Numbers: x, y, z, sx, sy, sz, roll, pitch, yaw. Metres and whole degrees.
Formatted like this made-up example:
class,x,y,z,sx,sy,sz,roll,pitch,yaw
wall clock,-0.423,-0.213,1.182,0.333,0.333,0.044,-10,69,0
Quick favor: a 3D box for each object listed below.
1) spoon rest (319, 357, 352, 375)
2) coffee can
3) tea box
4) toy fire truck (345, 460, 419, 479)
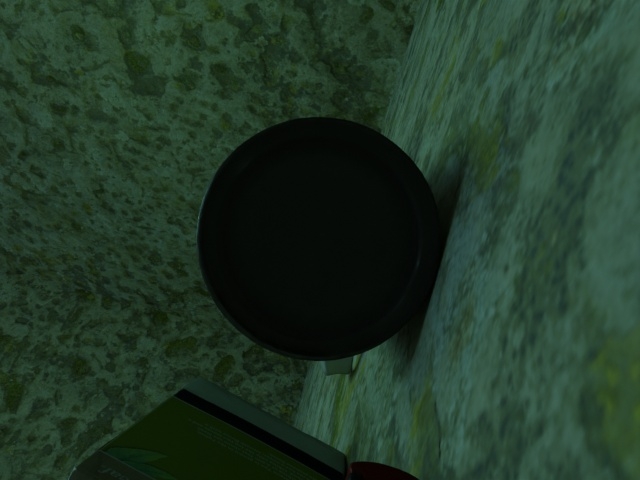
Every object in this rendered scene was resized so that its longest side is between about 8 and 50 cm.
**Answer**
class,x,y,z,sx,sy,sz,roll,pitch,yaw
spoon rest,0.024,0.109,0.787,0.084,0.137,0.276,-96,2,-53
coffee can,0.000,0.000,0.568,0.275,0.202,0.201,41,-115,-89
tea box,-0.144,0.354,0.513,0.329,0.220,0.323,-63,-5,0
toy fire truck,0.015,0.216,0.242,0.192,0.047,0.135,-69,-6,-73
